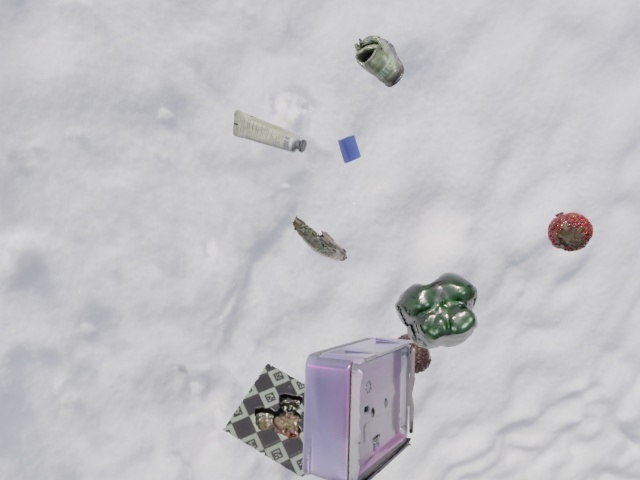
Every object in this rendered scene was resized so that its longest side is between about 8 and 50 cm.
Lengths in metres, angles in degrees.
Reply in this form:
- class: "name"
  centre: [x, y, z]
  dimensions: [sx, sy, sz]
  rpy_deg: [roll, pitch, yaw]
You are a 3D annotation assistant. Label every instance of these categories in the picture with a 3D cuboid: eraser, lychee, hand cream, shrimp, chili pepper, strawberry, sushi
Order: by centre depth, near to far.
- class: "sushi"
  centre: [-0.097, 0.469, 1.323]
  dimensions: [0.220, 0.231, 0.047]
  rpy_deg: [-53, 165, -42]
- class: "hand cream"
  centre: [-0.147, -0.298, 1.426]
  dimensions: [0.050, 0.233, 0.080]
  rpy_deg: [-40, 147, -54]
- class: "shrimp"
  centre: [0.000, 0.000, 1.464]
  dimensions: [0.223, 0.126, 0.048]
  rpy_deg: [42, 68, -41]
- class: "chili pepper"
  centre: [0.376, 0.223, 1.590]
  dimensions: [0.248, 0.234, 0.257]
  rpy_deg: [-23, 166, -1]
- class: "strawberry"
  centre: [0.830, -0.024, 1.686]
  dimensions: [0.145, 0.086, 0.145]
  rpy_deg: [8, 116, 16]
- class: "eraser"
  centre: [0.102, -0.327, 1.813]
  dimensions: [0.063, 0.027, 0.085]
  rpy_deg: [-25, 106, -22]
- class: "lychee"
  centre: [0.381, 0.488, 2.178]
  dimensions: [0.188, 0.188, 0.188]
  rpy_deg: [-10, 118, -20]

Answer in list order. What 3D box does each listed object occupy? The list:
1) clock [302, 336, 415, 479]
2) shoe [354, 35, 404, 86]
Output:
- class: "clock"
  centre: [0.055, 0.199, 0.632]
  dimensions: [0.193, 0.073, 0.145]
  rpy_deg: [8, 83, -61]
- class: "shoe"
  centre: [0.164, -0.612, 1.627]
  dimensions: [0.149, 0.293, 0.109]
  rpy_deg: [28, 118, -37]
